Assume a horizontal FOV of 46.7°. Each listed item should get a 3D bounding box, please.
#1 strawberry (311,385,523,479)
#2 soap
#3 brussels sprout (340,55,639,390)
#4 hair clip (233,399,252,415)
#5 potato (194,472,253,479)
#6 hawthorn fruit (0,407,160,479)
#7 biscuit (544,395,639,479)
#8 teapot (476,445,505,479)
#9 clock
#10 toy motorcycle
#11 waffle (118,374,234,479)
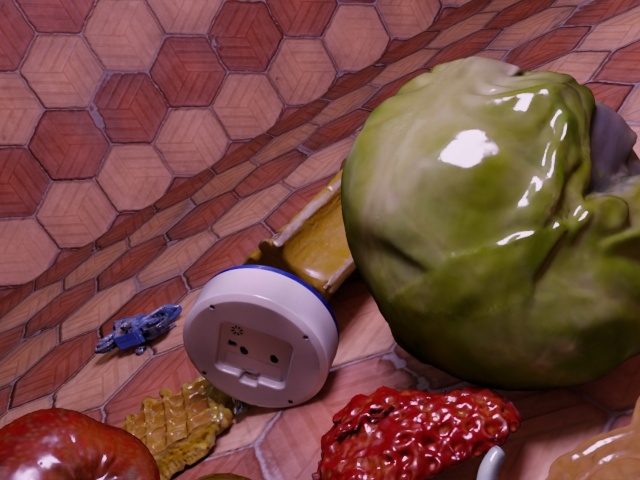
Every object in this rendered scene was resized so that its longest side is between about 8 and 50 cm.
[{"bbox_3d":[0.094,0.207,0.819,0.236,0.111,0.190,-29,-12,12],"label":"strawberry"},{"bbox_3d":[0.000,0.000,1.326,0.335,0.156,0.293,-49,-1,-37],"label":"soap"},{"bbox_3d":[0.227,0.000,0.899,0.361,0.425,0.342,-61,-14,-15],"label":"brussels sprout"},{"bbox_3d":[-0.125,0.233,1.239,0.049,0.049,0.173,-28,27,7],"label":"hair clip"},{"bbox_3d":[-0.133,0.392,0.759,0.195,0.177,0.369,-3,27,-2],"label":"potato"},{"bbox_3d":[-0.366,0.371,0.969,0.299,0.275,0.275,-36,20,13],"label":"hawthorn fruit"},{"bbox_3d":[0.304,0.239,0.625,0.269,0.051,0.376,-11,25,41],"label":"biscuit"},{"bbox_3d":[0.072,0.308,0.658,0.294,0.130,0.193,-22,7,-26],"label":"teapot"},{"bbox_3d":[-0.091,0.150,1.121,0.230,0.230,0.083,-18,28,30],"label":"clock"},{"bbox_3d":[-0.409,0.200,1.654,0.205,0.076,0.114,-21,16,21],"label":"toy motorcycle"},{"bbox_3d":[-0.250,0.305,1.224,0.229,0.057,0.219,-32,21,-5],"label":"waffle"}]
